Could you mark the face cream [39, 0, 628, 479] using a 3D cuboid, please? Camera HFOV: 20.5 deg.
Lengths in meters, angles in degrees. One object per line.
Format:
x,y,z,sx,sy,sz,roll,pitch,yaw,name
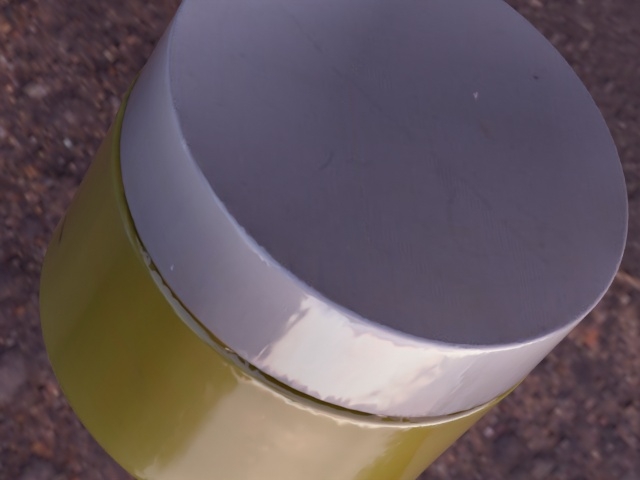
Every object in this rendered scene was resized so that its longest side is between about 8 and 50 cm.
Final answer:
0.000,0.000,0.804,0.218,0.218,0.179,2,146,-28,face cream
